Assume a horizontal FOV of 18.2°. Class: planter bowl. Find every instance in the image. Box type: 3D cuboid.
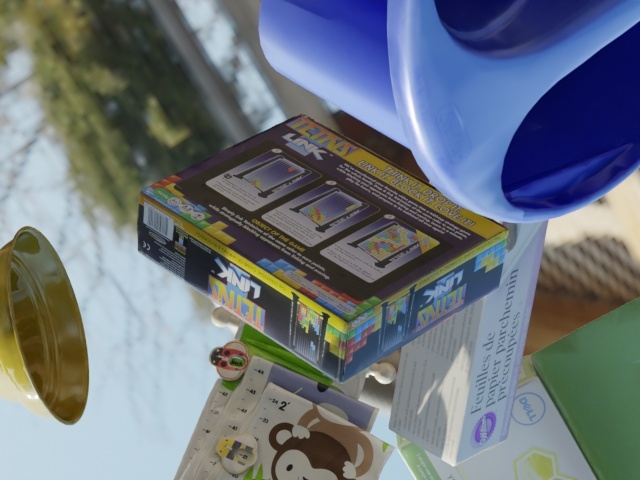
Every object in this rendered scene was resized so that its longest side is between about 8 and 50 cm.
[{"bbox_3d":[-0.327,0.100,2.122,0.090,0.217,0.217,-14,-155,11],"label":"planter bowl"}]

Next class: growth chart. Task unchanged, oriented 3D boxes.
[{"bbox_3d":[-0.031,0.172,1.464,0.172,0.021,0.237,13,-115,11],"label":"growth chart"}]

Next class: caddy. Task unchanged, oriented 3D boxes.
[{"bbox_3d":[0.109,-0.167,0.716,0.179,0.241,0.341,27,-112,34],"label":"caddy"}]

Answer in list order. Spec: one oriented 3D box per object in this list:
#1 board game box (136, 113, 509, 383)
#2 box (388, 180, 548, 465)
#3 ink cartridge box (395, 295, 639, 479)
[{"bbox_3d":[0.000,0.000,1.170,0.170,0.048,0.141,32,-138,33],"label":"board game box"},{"bbox_3d":[0.109,-0.005,1.339,0.067,0.324,0.063,26,-148,35],"label":"box"},{"bbox_3d":[0.198,0.161,1.519,0.235,0.171,0.056,-28,-163,8],"label":"ink cartridge box"}]
